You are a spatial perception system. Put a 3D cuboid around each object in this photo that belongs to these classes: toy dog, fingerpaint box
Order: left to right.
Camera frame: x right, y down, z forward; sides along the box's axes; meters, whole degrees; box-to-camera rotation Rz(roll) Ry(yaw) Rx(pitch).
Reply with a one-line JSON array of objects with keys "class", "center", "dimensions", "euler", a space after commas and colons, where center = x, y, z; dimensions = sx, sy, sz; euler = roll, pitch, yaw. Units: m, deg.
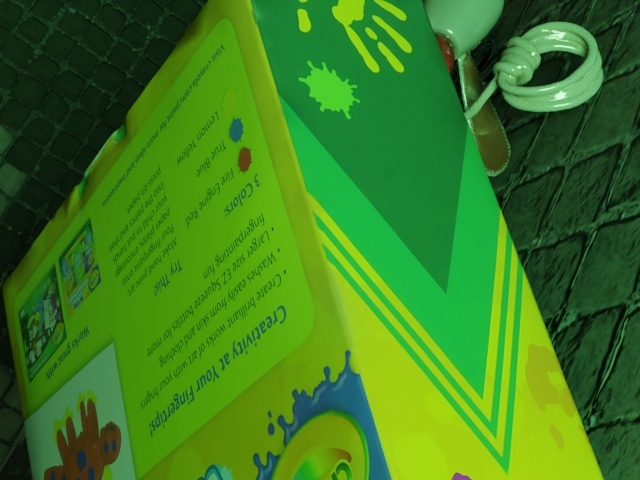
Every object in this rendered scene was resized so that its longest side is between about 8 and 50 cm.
[{"class": "fingerpaint box", "center": [-0.054, 0.096, 0.819], "dimensions": [0.445, 0.163, 0.371], "euler": [-44, 54, 44]}, {"class": "toy dog", "center": [0.084, -0.081, 1.044], "dimensions": [0.333, 0.220, 0.161], "euler": [-41, -29, -14]}]

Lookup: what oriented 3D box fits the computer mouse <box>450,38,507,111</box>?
[{"class": "computer mouse", "center": [0.129, -0.181, 1.290], "dimensions": [0.188, 0.072, 0.272], "euler": [-32, 28, 16]}]
